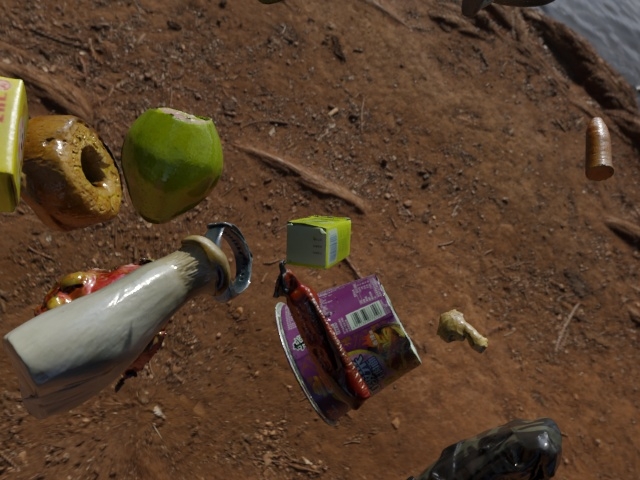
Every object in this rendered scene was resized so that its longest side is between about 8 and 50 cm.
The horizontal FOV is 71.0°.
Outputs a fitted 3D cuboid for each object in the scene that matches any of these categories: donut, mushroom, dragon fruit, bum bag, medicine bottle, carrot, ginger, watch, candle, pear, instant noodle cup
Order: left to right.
[{"bbox_3d":[-0.659,-0.176,1.189,0.150,0.317,0.299,-8,94,4],"label":"donut"},{"bbox_3d":[-0.560,0.188,1.133,0.263,0.296,0.314,26,34,-46],"label":"dragon fruit"},{"bbox_3d":[-0.281,0.111,0.657,0.328,0.159,0.122,-37,85,-35],"label":"mushroom"},{"bbox_3d":[-0.281,-0.136,0.849,0.187,0.220,0.187,13,22,-5],"label":"pear"},{"bbox_3d":[-0.244,0.048,1.174,0.068,0.206,0.193,-5,33,14],"label":"watch"},{"bbox_3d":[0.000,0.000,1.443,0.137,0.250,0.141,3,99,20],"label":"medicine bottle"},{"bbox_3d":[0.000,0.161,0.751,0.059,0.084,0.302,-48,120,-47],"label":"candle"},{"bbox_3d":[0.080,0.251,1.133,0.266,0.340,0.340,-27,80,4],"label":"instant noodle cup"},{"bbox_3d":[0.158,0.329,0.570,0.095,0.144,0.340,46,101,14],"label":"bum bag"},{"bbox_3d":[0.396,0.267,1.290,0.096,0.067,0.165,-35,41,-7],"label":"ginger"},{"bbox_3d":[0.531,-0.183,0.859,0.048,0.048,0.139,20,65,-14],"label":"carrot"}]

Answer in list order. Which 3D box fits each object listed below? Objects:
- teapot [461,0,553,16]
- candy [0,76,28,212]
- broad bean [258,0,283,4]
[{"bbox_3d":[0.174,-0.283,0.409,0.149,0.108,0.111,-22,60,-15],"label":"teapot"},{"bbox_3d":[-0.479,-0.118,0.476,0.276,0.088,0.146,4,62,-28],"label":"candy"},{"bbox_3d":[0.034,-0.307,0.459,0.043,0.297,0.060,16,79,-47],"label":"broad bean"}]
